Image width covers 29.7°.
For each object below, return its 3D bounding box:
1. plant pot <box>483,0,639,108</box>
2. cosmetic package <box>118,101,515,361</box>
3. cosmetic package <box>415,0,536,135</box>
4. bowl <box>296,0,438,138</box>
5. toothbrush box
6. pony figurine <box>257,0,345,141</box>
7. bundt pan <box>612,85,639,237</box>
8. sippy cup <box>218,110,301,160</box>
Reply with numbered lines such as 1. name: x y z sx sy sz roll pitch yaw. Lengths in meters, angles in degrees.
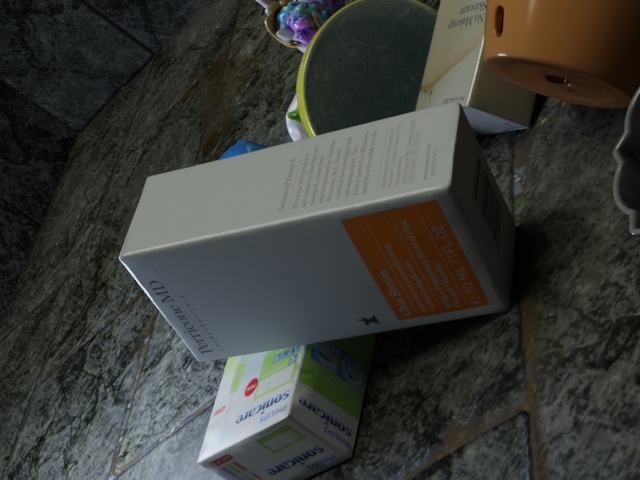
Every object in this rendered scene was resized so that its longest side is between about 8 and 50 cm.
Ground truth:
1. plant pot: 0.329 -0.292 1.517 0.291 0.291 0.203 12 84 66
2. cosmetic package: 0.000 0.000 1.558 0.453 0.230 0.161 -12 42 24
3. cosmetic package: 0.253 -0.320 1.768 0.160 0.113 0.309 -1 73 64
4. bowl: 0.082 -0.223 1.870 0.289 0.289 0.156 -59 17 -12
5. toothbrush box: -0.038 0.195 1.708 0.206 0.122 0.283 -32 32 40
6. pony figurine: 0.028 -0.306 2.087 0.303 0.351 0.363 -46 5 10
7. bundt pan: 0.446 -0.110 1.166 0.331 0.124 0.331 -45 28 32
8. sippy cup: -0.066 -0.044 1.917 0.240 0.224 0.305 -45 34 37
